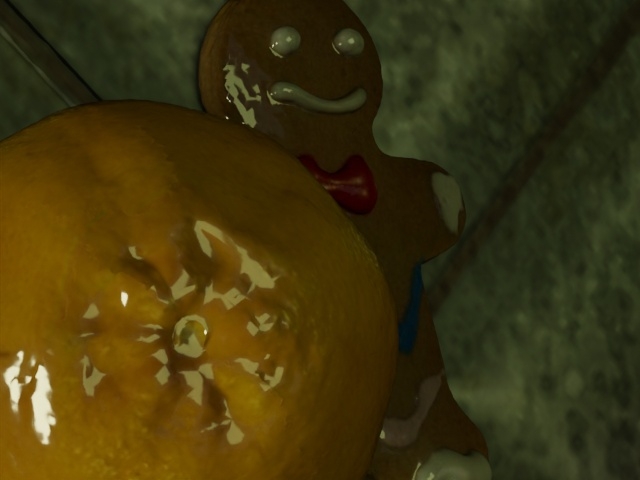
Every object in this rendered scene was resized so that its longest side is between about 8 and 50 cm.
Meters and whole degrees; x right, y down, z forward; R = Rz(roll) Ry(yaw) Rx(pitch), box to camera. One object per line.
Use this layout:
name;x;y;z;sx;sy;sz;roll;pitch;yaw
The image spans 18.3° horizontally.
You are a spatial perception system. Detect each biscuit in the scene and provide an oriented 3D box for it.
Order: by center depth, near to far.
biscuit;0.000;0.000;0.720;0.138;0.031;0.205;1;75;-34

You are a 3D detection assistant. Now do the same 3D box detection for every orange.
orange;-0.052;0.032;0.599;0.159;0.136;0.159;2;80;-14
